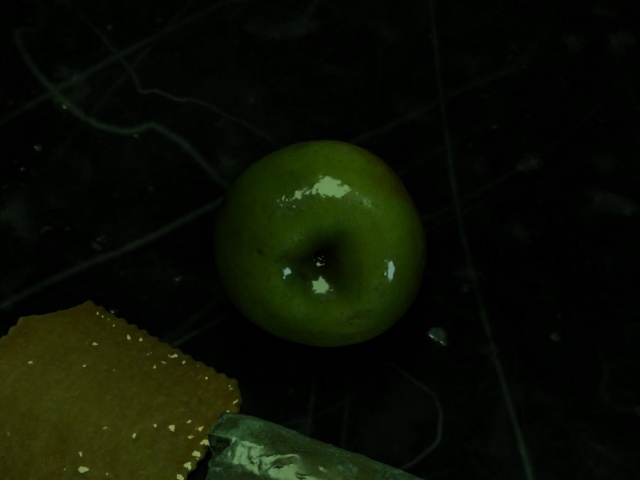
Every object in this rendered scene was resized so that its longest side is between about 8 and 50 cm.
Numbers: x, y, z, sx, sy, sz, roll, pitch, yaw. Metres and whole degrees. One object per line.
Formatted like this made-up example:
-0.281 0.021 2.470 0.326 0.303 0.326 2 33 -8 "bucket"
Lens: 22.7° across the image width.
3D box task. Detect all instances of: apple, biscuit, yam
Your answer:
0.000 0.000 1.451 0.196 0.197 0.157 1 13 -3 "apple"
-0.217 0.162 1.411 0.232 0.013 0.237 27 53 18 "biscuit"
0.020 0.221 1.328 0.259 0.093 0.093 19 52 12 "yam"
